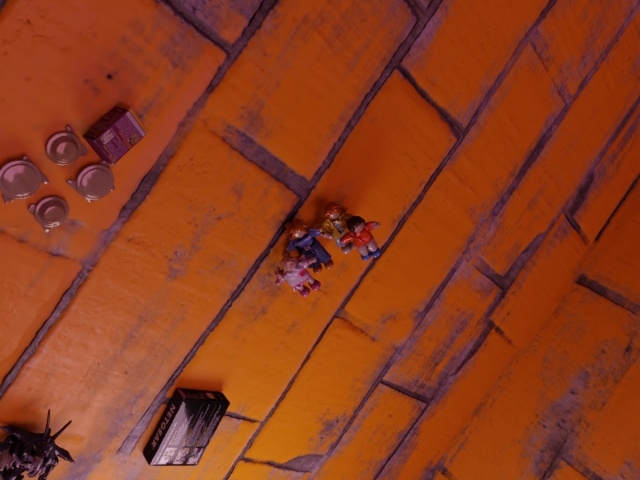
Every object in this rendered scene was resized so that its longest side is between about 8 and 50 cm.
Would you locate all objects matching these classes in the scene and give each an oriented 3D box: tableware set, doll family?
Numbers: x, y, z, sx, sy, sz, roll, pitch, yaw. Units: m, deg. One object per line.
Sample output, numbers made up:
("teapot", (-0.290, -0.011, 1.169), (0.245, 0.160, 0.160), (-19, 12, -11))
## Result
("tableware set", (-0.423, -0.097, 0.970), (0.168, 0.020, 0.141), (-39, 134, -17))
("doll family", (0.000, 0.000, 1.336), (0.262, 0.118, 0.163), (-31, 140, 2))

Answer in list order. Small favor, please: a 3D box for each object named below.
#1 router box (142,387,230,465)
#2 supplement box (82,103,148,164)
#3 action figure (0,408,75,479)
("router box", (-0.302, 0.426, 1.365), (0.133, 0.046, 0.179), (21, 100, -44))
("supplement box", (-0.331, -0.173, 0.975), (0.083, 0.043, 0.055), (-49, 137, -21))
("action figure", (-0.563, 0.452, 1.101), (0.276, 0.141, 0.164), (-50, 124, -2))
